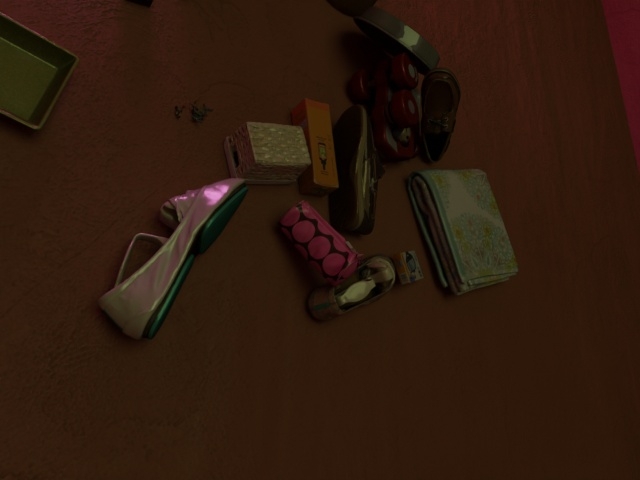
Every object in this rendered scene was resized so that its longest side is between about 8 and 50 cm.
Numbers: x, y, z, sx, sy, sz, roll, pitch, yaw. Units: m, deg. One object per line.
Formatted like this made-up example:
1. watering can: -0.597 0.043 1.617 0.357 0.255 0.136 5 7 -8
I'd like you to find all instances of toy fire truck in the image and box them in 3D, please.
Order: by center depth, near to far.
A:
1. toy fire truck: 0.219 -0.359 1.511 0.254 0.170 0.301 31 55 -46

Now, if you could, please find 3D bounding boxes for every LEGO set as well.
1. LEGO set: -0.282 -0.283 1.181 0.083 0.023 0.054 7 65 -21

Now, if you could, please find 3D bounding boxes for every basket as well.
1. basket: -0.118 -0.198 1.213 0.167 0.103 0.113 -5 74 -38

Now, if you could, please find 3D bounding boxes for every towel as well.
1. towel: 0.429 -0.037 1.579 0.321 0.090 0.373 -6 76 -42

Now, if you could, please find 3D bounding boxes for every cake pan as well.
1. cake pan: 0.228 -0.577 1.541 0.293 0.054 0.293 34 12 -9

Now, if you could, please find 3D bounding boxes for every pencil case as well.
1. pencil case: 0.000 0.000 1.181 0.209 0.098 0.095 44 41 18

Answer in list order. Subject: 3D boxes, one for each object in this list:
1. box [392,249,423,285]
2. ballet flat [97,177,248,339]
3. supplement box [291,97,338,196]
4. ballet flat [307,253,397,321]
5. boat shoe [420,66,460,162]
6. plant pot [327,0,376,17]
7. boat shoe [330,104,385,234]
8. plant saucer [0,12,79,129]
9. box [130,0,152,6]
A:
1. box: 0.233 0.069 1.394 0.136 0.028 0.081 -6 77 -61
2. ballet flat: -0.276 -0.002 1.012 0.139 0.139 0.400 40 54 -18
3. supplement box: -0.015 -0.230 1.322 0.078 0.080 0.233 7 67 -35
4. ballet flat: 0.109 0.105 1.263 0.316 0.106 0.107 -29 91 -41
5. boat shoe: 0.342 -0.348 1.520 0.307 0.111 0.104 69 26 -56
6. plant pot: 0.139 -0.837 1.566 0.237 0.254 0.236 14 65 -33
7. boat shoe: 0.101 -0.179 1.371 0.123 0.123 0.341 16 66 -41
8. plant saucer: -0.564 -0.303 0.954 0.189 0.045 0.188 27 58 -26
9. box: -0.403 -0.577 1.181 0.062 0.052 0.083 4 71 -35
